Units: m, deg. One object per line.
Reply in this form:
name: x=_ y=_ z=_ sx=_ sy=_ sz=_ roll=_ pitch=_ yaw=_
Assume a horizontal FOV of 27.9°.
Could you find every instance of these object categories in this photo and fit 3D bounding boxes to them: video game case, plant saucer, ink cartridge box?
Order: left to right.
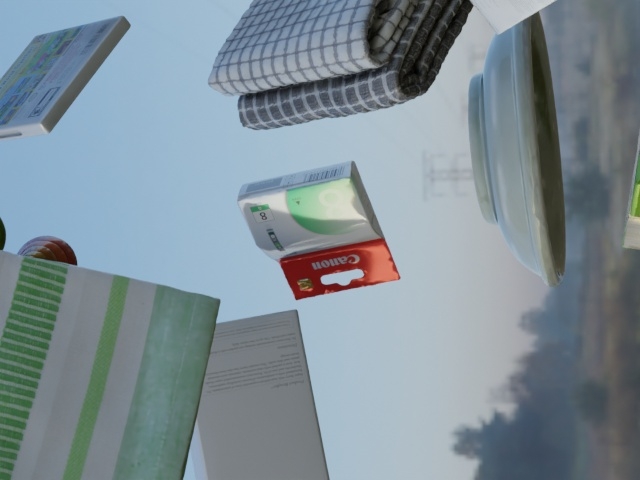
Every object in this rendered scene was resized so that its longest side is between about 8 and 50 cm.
video game case: x=-0.398 y=-0.227 z=1.844 sx=0.026 sy=0.206 sz=0.227 roll=53 pitch=-129 yaw=-33
ink cartridge box: x=0.000 y=0.000 z=1.905 sx=0.056 sy=0.181 sz=0.225 roll=-73 pitch=-34 yaw=-55
plant saucer: x=0.271 y=-0.132 z=1.791 sx=0.400 sy=0.100 sz=0.400 roll=-5 pitch=-90 yaw=-76
ink cartridge box: x=0.178 y=-0.229 z=1.094 sx=0.063 sy=0.115 sz=0.029 roll=49 pitch=-136 yaw=-15

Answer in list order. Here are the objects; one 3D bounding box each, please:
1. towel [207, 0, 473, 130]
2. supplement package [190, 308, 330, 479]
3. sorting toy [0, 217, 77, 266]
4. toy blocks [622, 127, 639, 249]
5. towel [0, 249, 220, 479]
towel: x=0.043 y=-0.244 z=1.312 sx=0.121 sy=0.235 sz=0.284 roll=46 pitch=-122 yaw=-30
supplement package: x=-0.103 y=0.265 z=1.869 sx=0.175 sy=0.177 sz=0.293 roll=139 pitch=122 yaw=-76
sorting toy: x=-0.622 y=-0.002 z=2.320 sx=0.126 sy=0.365 sz=0.127 roll=78 pitch=-145 yaw=-85
toy blocks: x=0.466 y=-0.106 z=1.334 sx=0.381 sy=0.261 sz=0.191 roll=85 pitch=-162 yaw=-46
towel: x=-0.248 y=0.110 z=0.909 sx=0.038 sy=0.325 sz=0.248 roll=117 pitch=164 yaw=-58
